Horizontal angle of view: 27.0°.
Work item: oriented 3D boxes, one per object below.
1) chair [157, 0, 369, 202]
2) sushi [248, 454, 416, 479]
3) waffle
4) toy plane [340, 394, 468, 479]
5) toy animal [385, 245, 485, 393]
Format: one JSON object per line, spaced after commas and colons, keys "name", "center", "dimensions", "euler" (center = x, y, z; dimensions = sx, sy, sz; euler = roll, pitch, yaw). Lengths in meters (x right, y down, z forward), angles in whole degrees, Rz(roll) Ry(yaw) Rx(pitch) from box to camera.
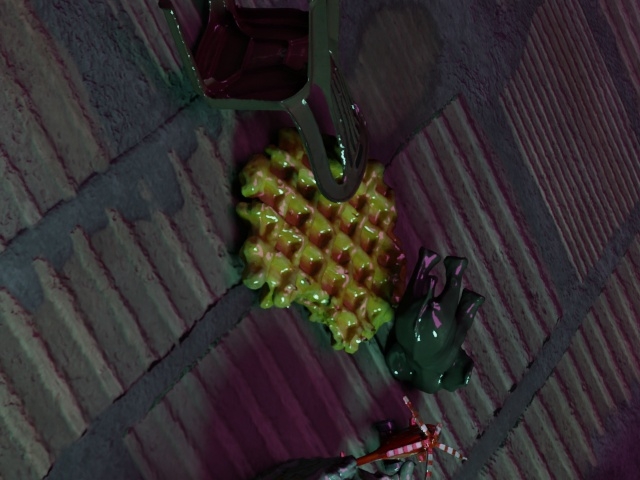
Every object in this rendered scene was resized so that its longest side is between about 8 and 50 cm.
{"name": "chair", "center": [-0.052, -0.202, 1.580], "dimensions": [0.326, 0.183, 0.176], "euler": [80, 19, -48]}
{"name": "sushi", "center": [-0.008, 0.337, 1.507], "dimensions": [0.274, 0.139, 0.184], "euler": [-25, 103, -52]}
{"name": "waffle", "center": [0.007, 0.001, 1.671], "dimensions": [0.300, 0.058, 0.282], "euler": [11, 71, -47]}
{"name": "toy plane", "center": [0.090, 0.275, 1.692], "dimensions": [0.194, 0.077, 0.126], "euler": [-37, 106, -39]}
{"name": "toy animal", "center": [0.144, 0.111, 1.748], "dimensions": [0.245, 0.114, 0.146], "euler": [49, 51, -56]}
